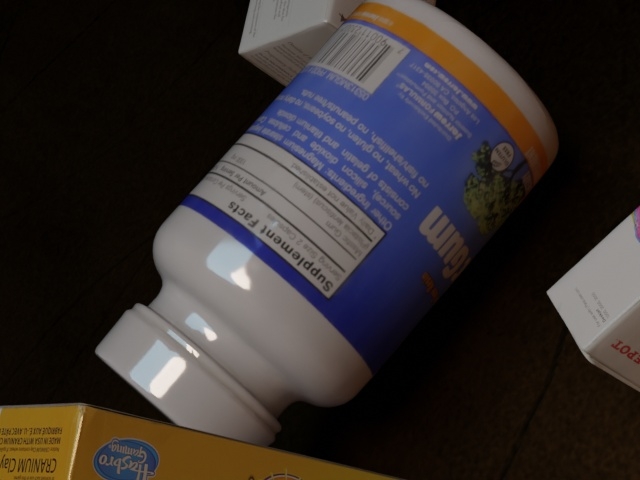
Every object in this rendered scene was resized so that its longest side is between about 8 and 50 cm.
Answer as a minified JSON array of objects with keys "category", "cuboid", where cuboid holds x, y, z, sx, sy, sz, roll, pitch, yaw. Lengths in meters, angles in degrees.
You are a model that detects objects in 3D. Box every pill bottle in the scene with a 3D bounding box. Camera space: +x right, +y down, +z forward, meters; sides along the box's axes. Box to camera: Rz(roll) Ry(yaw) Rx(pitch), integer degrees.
[{"category":"pill bottle","cuboid":[0.000,0.000,0.926,0.272,0.152,0.152,-50,38,-9]}]

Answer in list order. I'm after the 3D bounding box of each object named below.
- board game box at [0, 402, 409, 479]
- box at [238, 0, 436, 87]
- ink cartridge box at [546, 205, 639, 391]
[{"category":"board game box","cuboid":[-0.076,0.145,0.817,0.242,0.317,0.064,-7,70,45]},{"category":"box","cuboid":[0.015,-0.157,1.093,0.087,0.102,0.101,-15,55,43]},{"category":"ink cartridge box","cuboid":[0.190,0.018,0.802,0.122,0.088,0.052,-45,41,16]}]
